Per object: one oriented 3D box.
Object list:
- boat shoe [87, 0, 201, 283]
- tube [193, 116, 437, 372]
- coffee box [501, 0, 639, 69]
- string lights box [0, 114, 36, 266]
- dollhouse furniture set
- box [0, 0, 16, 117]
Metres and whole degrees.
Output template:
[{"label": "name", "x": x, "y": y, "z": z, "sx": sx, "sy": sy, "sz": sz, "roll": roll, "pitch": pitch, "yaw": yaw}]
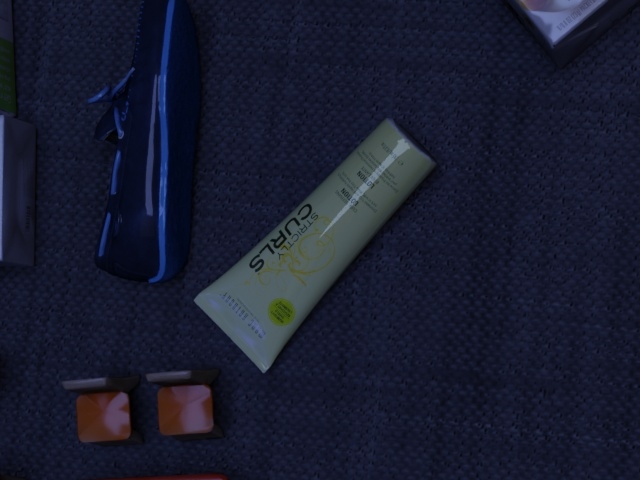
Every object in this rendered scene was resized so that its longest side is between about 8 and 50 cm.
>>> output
[{"label": "boat shoe", "x": -0.164, "y": -0.094, "z": 1.493, "sx": 0.089, "sy": 0.109, "sz": 0.258, "roll": 3, "pitch": 83, "yaw": 17}, {"label": "tube", "x": 0.000, "y": 0.000, "z": 1.469, "sx": 0.240, "sy": 0.062, "sz": 0.070, "roll": -46, "pitch": 36, "yaw": 10}, {"label": "coffee box", "x": 0.175, "y": -0.288, "z": 1.434, "sx": 0.141, "sy": 0.098, "sz": 0.246, "roll": -41, "pitch": 77, "yaw": 6}, {"label": "string lights box", "x": -0.396, "y": -0.041, "z": 1.555, "sx": 0.260, "sy": 0.077, "sz": 0.133, "roll": -2, "pitch": 85, "yaw": 13}, {"label": "dollhouse furniture set", "x": -0.200, "y": 0.246, "z": 1.448, "sx": 0.259, "sy": 0.135, "sz": 0.262, "roll": -5, "pitch": 83, "yaw": 13}, {"label": "box", "x": -0.350, "y": -0.278, "z": 1.490, "sx": 0.058, "sy": 0.232, "sz": 0.322, "roll": -7, "pitch": 82, "yaw": 17}]
